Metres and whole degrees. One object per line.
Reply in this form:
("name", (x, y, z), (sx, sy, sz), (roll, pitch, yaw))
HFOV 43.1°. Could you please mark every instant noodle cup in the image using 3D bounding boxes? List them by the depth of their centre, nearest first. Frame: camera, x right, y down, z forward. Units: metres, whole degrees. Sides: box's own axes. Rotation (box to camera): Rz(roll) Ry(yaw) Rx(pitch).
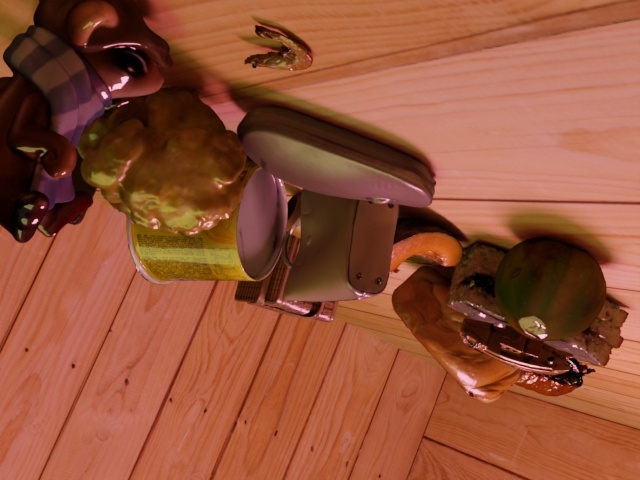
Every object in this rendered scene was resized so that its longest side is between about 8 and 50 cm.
("instant noodle cup", (-0.210, -0.049, 1.625), (0.221, 0.311, 0.311), (7, 165, 20))

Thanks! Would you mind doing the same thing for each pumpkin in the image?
("pumpkin", (0.139, -0.008, 1.529), (0.253, 0.130, 0.149), (-12, 142, -14))

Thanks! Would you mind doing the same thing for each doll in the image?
("doll", (-0.333, -0.170, 1.056), (0.209, 0.340, 0.318), (33, 175, -35))

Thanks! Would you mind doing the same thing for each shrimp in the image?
("shrimp", (-0.064, -0.239, 1.008), (0.114, 0.023, 0.083), (8, 160, 38))

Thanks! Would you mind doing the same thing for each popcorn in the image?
("popcorn", (-0.251, -0.133, 1.305), (0.242, 0.235, 0.250), (45, -173, -23))

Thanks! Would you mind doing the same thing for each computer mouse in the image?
("computer mouse", (0.020, -0.115, 1.279), (0.330, 0.095, 0.197), (21, 174, 12))

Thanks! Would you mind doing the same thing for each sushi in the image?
("sushi", (0.586, 0.324, 2.187), (0.287, 0.149, 0.140), (23, 135, -3))

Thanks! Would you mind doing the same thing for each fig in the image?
("fig", (0.374, 0.085, 1.330), (0.181, 0.191, 0.181), (20, 132, 24))

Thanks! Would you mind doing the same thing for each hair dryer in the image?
("hair dryer", (0.029, -0.048, 1.663), (0.135, 0.090, 0.278), (29, 162, -21))

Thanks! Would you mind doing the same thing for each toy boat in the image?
("toy boat", (0.358, 0.192, 1.486), (0.206, 0.064, 0.072), (17, 152, 15))

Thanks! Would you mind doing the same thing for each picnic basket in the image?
("picnic basket", (-0.076, 0.069, 2.021), (0.175, 0.228, 0.313), (19, 171, -24))

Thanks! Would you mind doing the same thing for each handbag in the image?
("handbag", (0.000, 0.000, 1.499), (0.109, 0.241, 0.315), (17, 170, -38))

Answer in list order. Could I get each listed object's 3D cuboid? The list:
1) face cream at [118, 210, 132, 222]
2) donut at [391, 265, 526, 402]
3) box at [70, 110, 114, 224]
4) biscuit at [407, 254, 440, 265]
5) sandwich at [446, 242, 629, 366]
("face cream", (-0.319, -0.096, 1.450), (0.104, 0.117, 0.117), (60, 162, -8))
("donut", (0.318, 0.211, 1.864), (0.360, 0.170, 0.360), (46, -176, -5))
("box", (-0.459, -0.179, 1.454), (0.184, 0.273, 0.143), (26, 169, -13))
("biscuit", (0.169, 0.008, 1.748), (0.219, 0.033, 0.220), (21, 171, 3))
("sandwich", (0.395, 0.123, 1.574), (0.325, 0.131, 0.262), (30, 169, -30))
